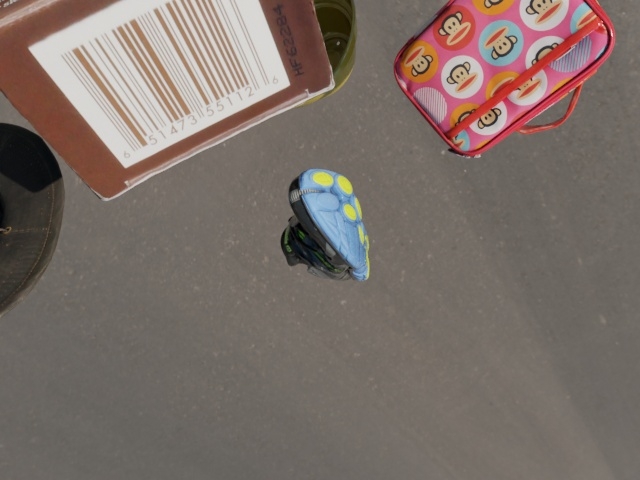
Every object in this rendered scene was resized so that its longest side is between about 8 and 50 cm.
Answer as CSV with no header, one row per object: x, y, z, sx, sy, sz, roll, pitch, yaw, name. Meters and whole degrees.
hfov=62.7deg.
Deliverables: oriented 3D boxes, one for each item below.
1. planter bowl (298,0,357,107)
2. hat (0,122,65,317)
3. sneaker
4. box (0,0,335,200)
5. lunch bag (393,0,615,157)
-0.012,-0.290,0.821,0.217,0.217,0.090,-47,145,20,planter bowl
-0.426,0.017,0.597,0.331,0.331,0.134,-12,147,-7,hat
0.000,0.000,0.452,0.078,0.067,0.188,-5,162,7,sneaker
-0.158,-0.227,0.434,0.191,0.381,0.143,-27,142,-2,box
0.290,-0.279,0.828,0.293,0.120,0.258,-38,92,34,lunch bag
